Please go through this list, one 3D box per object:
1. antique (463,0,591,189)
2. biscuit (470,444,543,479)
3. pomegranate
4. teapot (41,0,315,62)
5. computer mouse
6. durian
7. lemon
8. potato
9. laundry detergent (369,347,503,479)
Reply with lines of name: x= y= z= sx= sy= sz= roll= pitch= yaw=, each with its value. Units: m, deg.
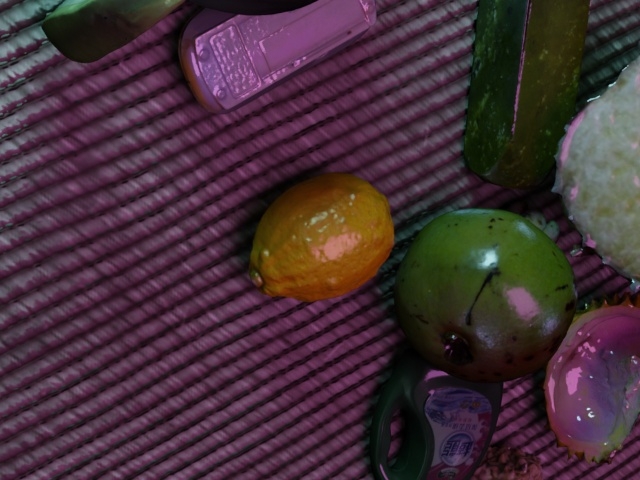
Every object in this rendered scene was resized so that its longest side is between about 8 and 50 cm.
antique: x=0.202 y=-0.159 z=1.452 sx=0.081 sy=0.080 sz=0.221 roll=-5 pitch=108 yaw=-30
biscuit: x=0.199 y=0.306 z=1.610 sx=0.070 sy=0.082 sz=0.169 roll=-27 pitch=121 yaw=-49
pomegranate: x=0.160 y=0.038 z=1.459 sx=0.179 sy=0.210 sz=0.179 roll=0 pitch=127 yaw=0
teapot: x=-0.076 y=-0.286 z=1.150 sx=0.321 sy=0.239 sz=0.240 roll=-15 pitch=103 yaw=-13
computer mouse: x=-0.039 y=-0.190 z=1.323 sx=0.199 sy=0.045 sz=0.102 roll=-33 pitch=117 yaw=-16
durian: x=0.326 y=0.137 z=1.595 sx=0.165 sy=0.132 sz=0.182 roll=-6 pitch=121 yaw=-17
lemon: x=0.000 y=0.000 z=1.370 sx=0.155 sy=0.114 sz=0.114 roll=-31 pitch=119 yaw=-13
potato: x=0.390 y=-0.083 z=1.504 sx=0.288 sy=0.237 sz=0.301 roll=35 pitch=101 yaw=-1
laundry detergent: x=0.109 y=0.219 z=1.538 sx=0.137 sy=0.063 sz=0.211 roll=10 pitch=103 yaw=-28
